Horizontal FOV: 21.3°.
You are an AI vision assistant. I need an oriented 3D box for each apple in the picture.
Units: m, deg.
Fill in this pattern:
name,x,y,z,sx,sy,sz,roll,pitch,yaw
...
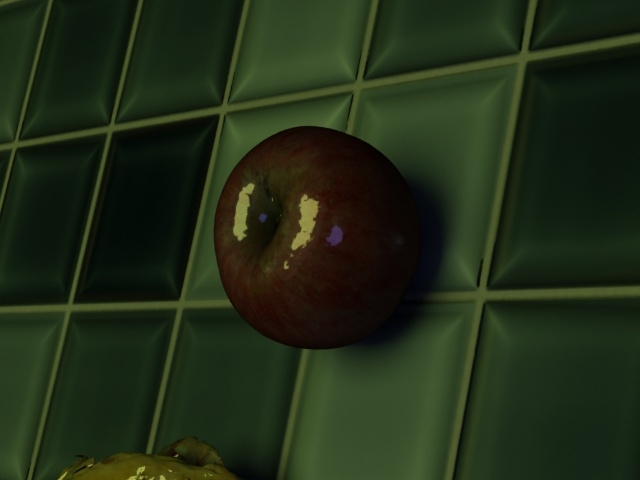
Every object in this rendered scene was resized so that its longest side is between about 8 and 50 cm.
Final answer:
name,x,y,z,sx,sy,sz,roll,pitch,yaw
apple,0.000,0.000,1.162,0.153,0.120,0.153,-18,66,46

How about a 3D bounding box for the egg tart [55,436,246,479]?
name,x,y,z,sx,sy,sz,roll,pitch,yaw
egg tart,-0.124,0.280,1.185,0.297,0.132,0.297,-13,64,30
